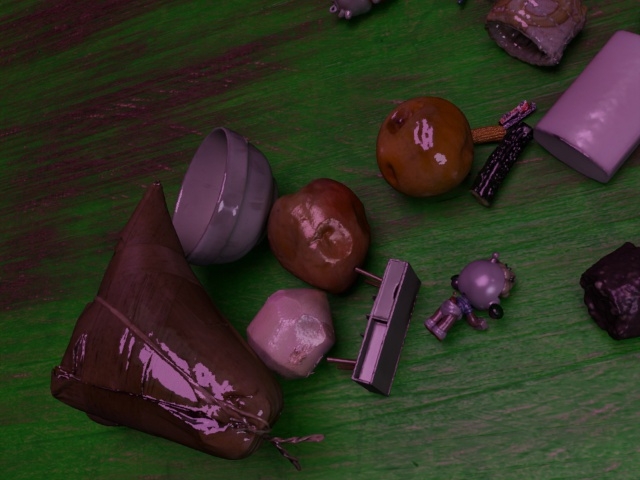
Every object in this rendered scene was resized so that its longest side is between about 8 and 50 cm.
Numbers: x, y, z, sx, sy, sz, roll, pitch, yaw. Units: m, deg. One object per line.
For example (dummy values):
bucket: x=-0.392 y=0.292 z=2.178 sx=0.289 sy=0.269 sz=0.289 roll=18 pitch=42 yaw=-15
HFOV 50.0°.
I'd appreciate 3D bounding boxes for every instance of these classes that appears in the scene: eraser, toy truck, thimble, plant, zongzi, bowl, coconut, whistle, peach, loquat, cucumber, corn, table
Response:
eraser: x=0.569 y=-0.265 z=1.342 sx=0.174 sy=0.095 sz=0.270 roll=39 pitch=87 yaw=23
toy truck: x=0.414 y=-0.267 z=1.447 sx=0.083 sy=0.024 sz=0.032 roll=-37 pitch=81 yaw=5
thimble: x=0.460 y=-0.468 z=1.456 sx=0.190 sy=0.137 sz=0.143 roll=39 pitch=85 yaw=20
plant: x=0.590 y=0.060 z=1.161 sx=0.274 sy=0.149 sz=0.146 roll=-21 pitch=35 yaw=5
zongzi: x=-0.196 y=0.135 z=1.249 sx=0.499 sy=0.218 sz=0.467 roll=13 pitch=78 yaw=18
bowl: x=-0.200 y=-0.082 z=1.492 sx=0.307 sy=0.163 sz=0.307 roll=-39 pitch=43 yaw=50
coconut: x=-0.048 y=0.176 z=1.348 sx=0.171 sy=0.171 sz=0.183 roll=40 pitch=92 yaw=31
whistle: x=0.131 y=-0.628 z=1.680 sx=0.253 sy=0.106 sz=0.102 roll=-31 pitch=90 yaw=14
peach: x=0.000 y=0.000 z=1.405 sx=0.214 sy=0.214 sz=0.236 roll=-22 pitch=78 yaw=12
loquat: x=0.213 y=-0.187 z=1.401 sx=0.213 sy=0.213 sz=0.213 roll=-9 pitch=64 yaw=18
cucumber: x=0.369 y=-0.159 z=1.396 sx=0.058 sy=0.058 sz=0.187 roll=30 pitch=80 yaw=30
corn: x=0.346 y=-0.222 z=1.448 sx=0.092 sy=0.037 sz=0.037 roll=-7 pitch=65 yaw=20
table: x=0.100 y=0.161 z=1.324 sx=0.111 sy=0.121 sz=0.240 roll=11 pitch=71 yaw=25

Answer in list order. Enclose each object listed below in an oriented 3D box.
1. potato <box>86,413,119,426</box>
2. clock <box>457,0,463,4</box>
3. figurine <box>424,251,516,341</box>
potato: x=-0.380 y=0.296 z=1.441 sx=0.262 sy=0.165 sz=0.165 roll=-39 pitch=59 yaw=4
clock: x=0.354 y=-0.653 z=1.622 sx=0.159 sy=0.066 sz=0.211 roll=-12 pitch=64 yaw=17
figurine: x=0.285 y=0.111 z=1.295 sx=0.197 sy=0.093 sz=0.147 roll=-51 pitch=37 yaw=3
